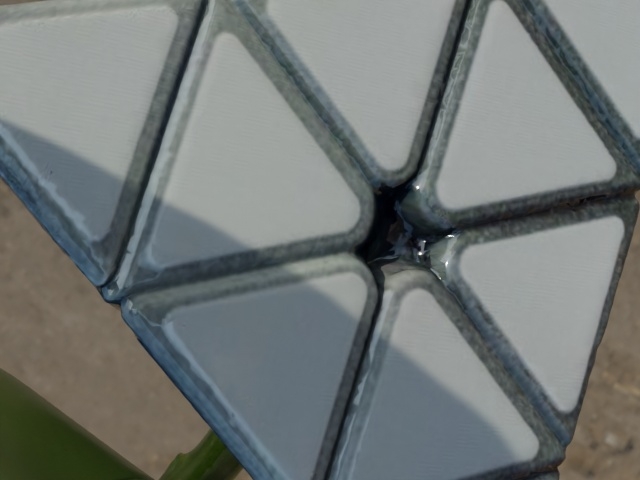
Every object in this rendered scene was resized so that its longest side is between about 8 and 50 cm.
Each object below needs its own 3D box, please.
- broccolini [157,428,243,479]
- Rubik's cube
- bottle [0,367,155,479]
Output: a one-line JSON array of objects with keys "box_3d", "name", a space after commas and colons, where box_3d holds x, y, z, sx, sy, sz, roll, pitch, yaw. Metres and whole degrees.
[{"box_3d": [-0.052, 0.085, 0.839, 0.074, 0.392, 0.079, 42, 151, 2], "name": "broccolini"}, {"box_3d": [-0.001, -0.001, 0.568, 0.228, 0.233, 0.229, 15, 125, 11], "name": "Rubik's cube"}, {"box_3d": [-0.152, 0.101, 0.588, 0.260, 0.112, 0.112, 30, 145, 29], "name": "bottle"}]
